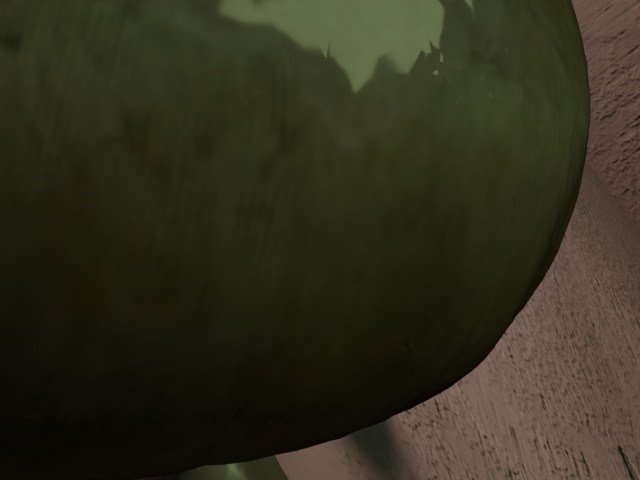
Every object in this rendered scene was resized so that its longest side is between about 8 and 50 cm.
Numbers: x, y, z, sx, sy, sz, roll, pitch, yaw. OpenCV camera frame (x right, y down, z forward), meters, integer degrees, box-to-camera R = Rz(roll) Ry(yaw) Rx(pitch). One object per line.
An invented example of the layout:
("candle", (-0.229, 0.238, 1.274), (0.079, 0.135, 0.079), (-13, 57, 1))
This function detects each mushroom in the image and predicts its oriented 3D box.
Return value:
("mushroom", (-0.094, -0.033, 0.569), (0.352, 0.260, 0.352), (10, 7, -1))

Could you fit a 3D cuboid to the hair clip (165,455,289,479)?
("hair clip", (-0.024, 0.174, 0.664), (0.172, 0.113, 0.282), (50, 9, -16))
